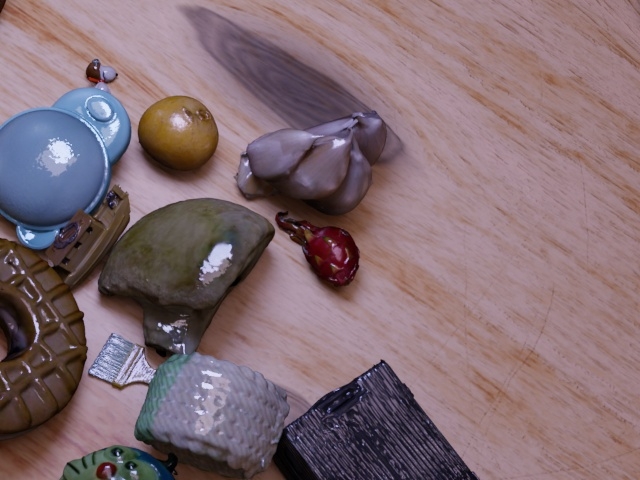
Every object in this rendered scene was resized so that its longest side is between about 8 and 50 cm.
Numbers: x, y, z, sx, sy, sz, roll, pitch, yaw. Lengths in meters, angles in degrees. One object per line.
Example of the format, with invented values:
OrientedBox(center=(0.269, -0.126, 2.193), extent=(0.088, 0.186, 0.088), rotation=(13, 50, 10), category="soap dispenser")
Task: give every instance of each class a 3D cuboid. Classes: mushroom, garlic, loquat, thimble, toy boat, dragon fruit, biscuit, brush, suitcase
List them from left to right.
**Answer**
OrientedBox(center=(-0.506, 0.144, 1.597), extent=(0.332, 0.103, 0.332), rotation=(23, 52, -32), category="biscuit")
OrientedBox(center=(-0.383, -0.006, 1.739), extent=(0.200, 0.077, 0.057), rotation=(-51, 48, 0), category="toy boat")
OrientedBox(center=(-0.263, 0.229, 1.732), extent=(0.218, 0.010, 0.083), rotation=(27, 61, -1), category="brush")
OrientedBox(center=(-0.249, -0.191, 1.867), extent=(0.141, 0.141, 0.141), rotation=(6, 64, -12), category="loquat")
OrientedBox(center=(-0.230, 0.028, 1.742), extent=(0.217, 0.212, 0.292), rotation=(33, 70, 0), category="mushroom")
OrientedBox(center=(-0.164, 0.268, 1.620), extent=(0.219, 0.219, 0.150), rotation=(21, 70, -4), category="thimble")
OrientedBox(center=(-0.002, -0.157, 1.867), extent=(0.237, 0.291, 0.210), rotation=(33, 59, -45), category="garlic")
OrientedBox(center=(0.000, 0.000, 1.874), extent=(0.094, 0.094, 0.190), rotation=(-33, 65, -26), category="dragon fruit")
OrientedBox(center=(0.099, 0.388, 1.678), extent=(0.229, 0.152, 0.335), rotation=(-31, 74, -27), category="suitcase")

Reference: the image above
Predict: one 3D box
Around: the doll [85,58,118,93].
OrientedBox(center=(-0.402, -0.288, 1.930), extent=(0.058, 0.040, 0.085), rotation=(20, 61, -17), category="doll")

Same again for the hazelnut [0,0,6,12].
OrientedBox(center=(-0.641, -0.456, 1.877), extent=(0.170, 0.160, 0.202), rotation=(22, 67, -2), category="hazelnut")

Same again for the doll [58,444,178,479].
OrientedBox(center=(-0.327, 0.425, 1.528), extent=(0.322, 0.186, 0.198), rotation=(-41, 49, -10), category="doll")

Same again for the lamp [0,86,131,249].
OrientedBox(center=(-0.439, -0.137, 1.782), extent=(0.209, 0.147, 0.284), rotation=(42, 62, 1), category="lamp")
